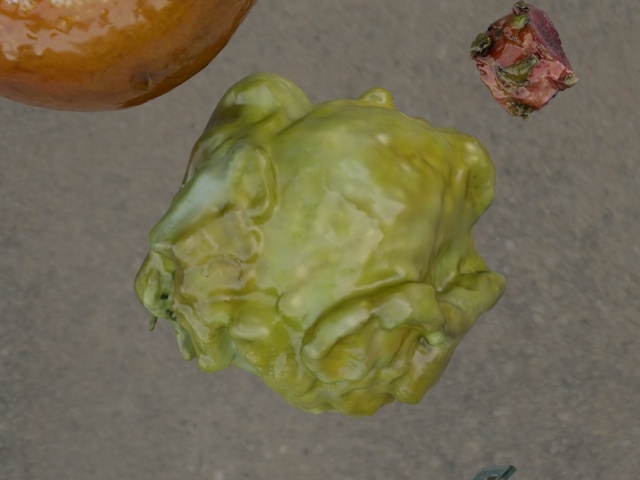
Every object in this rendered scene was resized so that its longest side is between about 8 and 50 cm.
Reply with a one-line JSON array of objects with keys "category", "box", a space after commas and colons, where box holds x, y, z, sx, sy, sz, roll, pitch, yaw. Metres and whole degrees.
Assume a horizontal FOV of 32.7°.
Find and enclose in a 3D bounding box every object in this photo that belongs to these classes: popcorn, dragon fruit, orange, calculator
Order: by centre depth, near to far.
[{"category": "orange", "box": [-0.131, -0.181, 0.592, 0.224, 0.170, 0.224, 0, 110, -1]}, {"category": "popcorn", "box": [0.010, 0.016, 0.950, 0.312, 0.312, 0.312, -3, 82, 22]}, {"category": "calculator", "box": [0.171, 0.312, 1.293, 0.057, 0.172, 0.018, -17, 97, 42]}, {"category": "dragon fruit", "box": [0.241, -0.235, 1.344, 0.102, 0.096, 0.147, -33, 49, 30]}]
